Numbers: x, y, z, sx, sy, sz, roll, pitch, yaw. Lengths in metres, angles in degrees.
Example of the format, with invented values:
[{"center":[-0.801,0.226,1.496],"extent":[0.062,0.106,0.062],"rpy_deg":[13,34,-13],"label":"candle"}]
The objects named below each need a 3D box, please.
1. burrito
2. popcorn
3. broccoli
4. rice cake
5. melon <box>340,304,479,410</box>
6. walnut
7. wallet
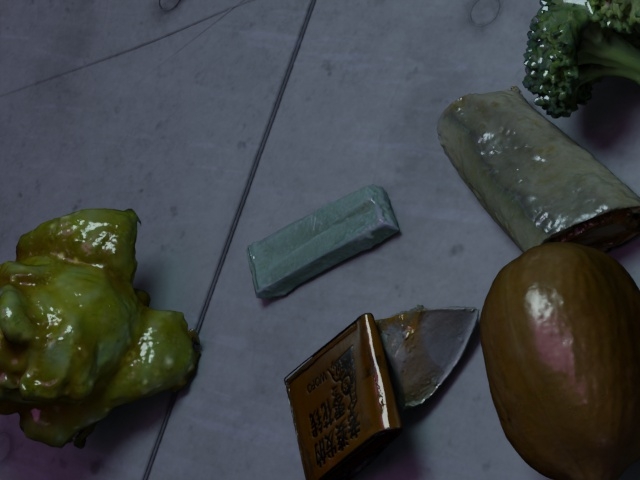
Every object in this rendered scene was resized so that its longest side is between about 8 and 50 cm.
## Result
[{"center":[0.259,-0.071,2.000],"extent":[0.143,0.105,0.299],"rpy_deg":[-45,48,7],"label":"burrito"},{"center":[-0.355,0.101,2.276],"extent":[0.321,0.290,0.325],"rpy_deg":[43,117,39],"label":"popcorn"},{"center":[0.393,-0.255,1.884],"extent":[0.375,0.249,0.302],"rpy_deg":[-26,53,19],"label":"broccoli"},{"center":[0.000,0.000,2.205],"extent":[0.226,0.040,0.085],"rpy_deg":[-28,55,25],"label":"rice cake"},{"center":[0.099,0.139,2.035],"extent":[0.202,0.093,0.139],"rpy_deg":[-13,70,40],"label":"melon"},{"center":[0.275,0.144,1.828],"extent":[0.203,0.203,0.297],"rpy_deg":[-18,63,30],"label":"walnut"},{"center":[0.025,0.203,2.033],"extent":[0.195,0.042,0.161],"rpy_deg":[-45,52,47],"label":"wallet"}]
